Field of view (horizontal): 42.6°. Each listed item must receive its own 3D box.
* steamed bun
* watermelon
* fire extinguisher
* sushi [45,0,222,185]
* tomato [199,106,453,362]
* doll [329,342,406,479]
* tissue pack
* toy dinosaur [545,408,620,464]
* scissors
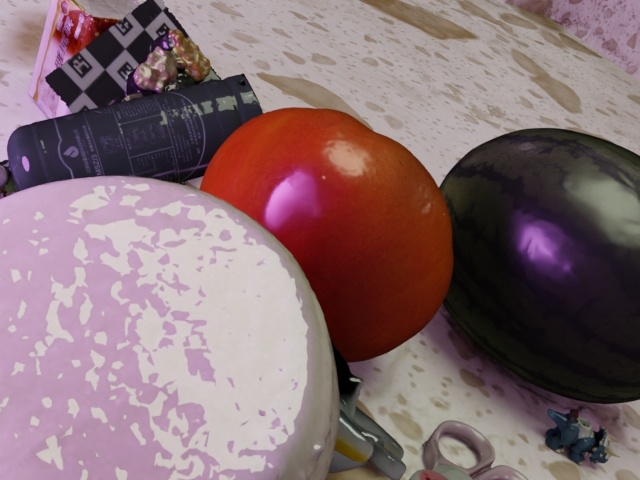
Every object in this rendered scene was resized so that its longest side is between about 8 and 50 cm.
[{"bbox_3d":[-0.131,0.108,0.521,0.283,0.177,0.283,6,57,-10],"label":"steamed bun"},{"bbox_3d":[0.286,0.030,0.909,0.359,0.279,0.279,39,31,20],"label":"watermelon"},{"bbox_3d":[-0.213,-0.095,0.831,0.311,0.114,0.095,-18,1,-15],"label":"fire extinguisher"},{"bbox_3d":[-0.172,-0.168,0.936,0.192,0.050,0.215,53,46,-20],"label":"sushi"},{"bbox_3d":[-0.003,-0.001,0.780,0.260,0.260,0.180,36,59,18],"label":"tomato"},{"bbox_3d":[-0.058,0.094,0.685,0.316,0.145,0.103,39,62,21],"label":"doll"},{"bbox_3d":[-0.277,-0.222,1.005,0.106,0.148,0.099,-10,45,-46],"label":"tissue pack"},{"bbox_3d":[0.266,0.200,0.844,0.083,0.047,0.030,29,30,4],"label":"toy dinosaur"},{"bbox_3d":[0.096,0.221,0.690,0.118,0.030,0.242,43,29,28],"label":"scissors"}]
